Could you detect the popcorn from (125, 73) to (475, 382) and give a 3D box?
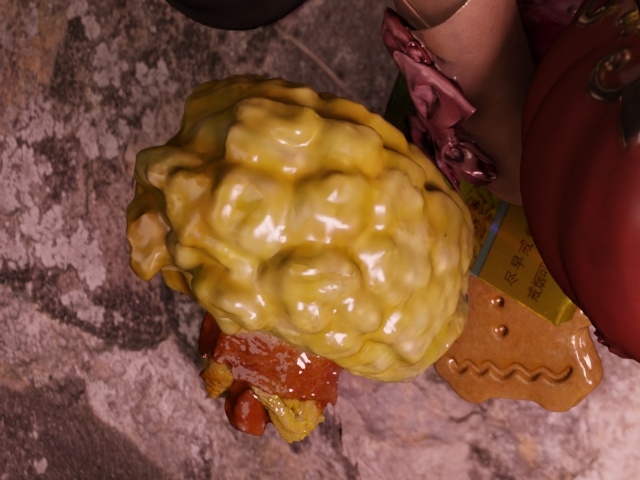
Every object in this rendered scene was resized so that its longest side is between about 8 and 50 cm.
[{"bbox_3d":[0.000,0.000,0.746,0.225,0.286,0.173,30,86,10],"label":"popcorn"}]

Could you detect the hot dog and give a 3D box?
[{"bbox_3d":[-0.039,0.070,0.945,0.146,0.103,0.213,22,110,34],"label":"hot dog"}]

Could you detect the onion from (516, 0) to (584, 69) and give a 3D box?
[{"bbox_3d":[0.129,-0.188,0.741,0.177,0.153,0.177,7,100,43],"label":"onion"}]

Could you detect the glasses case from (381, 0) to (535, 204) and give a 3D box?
[{"bbox_3d":[0.078,-0.092,0.699,0.102,0.070,0.193,18,154,34],"label":"glasses case"}]

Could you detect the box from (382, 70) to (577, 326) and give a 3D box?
[{"bbox_3d":[0.121,-0.038,0.808,0.193,0.030,0.121,34,117,29],"label":"box"}]

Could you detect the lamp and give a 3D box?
[{"bbox_3d":[0.256,-0.055,0.586,0.303,0.303,0.257,-4,131,37],"label":"lamp"}]

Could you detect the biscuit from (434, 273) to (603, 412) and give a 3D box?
[{"bbox_3d":[0.141,0.008,0.843,0.184,0.035,0.248,3,101,36],"label":"biscuit"}]

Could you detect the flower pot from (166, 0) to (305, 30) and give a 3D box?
[{"bbox_3d":[-0.116,-0.302,0.888,0.269,0.166,0.268,9,106,33],"label":"flower pot"}]
